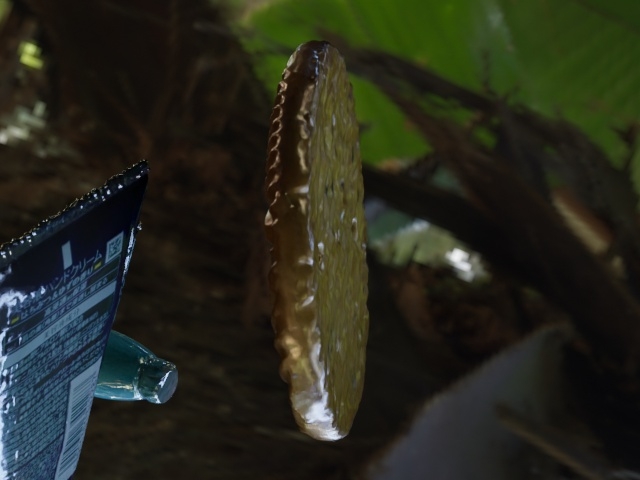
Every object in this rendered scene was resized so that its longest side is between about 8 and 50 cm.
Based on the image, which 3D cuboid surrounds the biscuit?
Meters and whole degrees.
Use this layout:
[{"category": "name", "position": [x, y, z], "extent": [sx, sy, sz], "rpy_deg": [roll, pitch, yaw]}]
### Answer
[{"category": "biscuit", "position": [-0.001, 0.000, 0.907], "extent": [0.027, 0.188, 0.188], "rpy_deg": [-3, -116, 9]}]

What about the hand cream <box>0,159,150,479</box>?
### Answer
[{"category": "hand cream", "position": [-0.143, 0.084, 0.908], "extent": [0.061, 0.120, 0.270], "rpy_deg": [38, -46, 17]}]

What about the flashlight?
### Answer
[{"category": "flashlight", "position": [-0.148, 0.072, 1.174], "extent": [0.129, 0.051, 0.051], "rpy_deg": [17, -93, 25]}]
